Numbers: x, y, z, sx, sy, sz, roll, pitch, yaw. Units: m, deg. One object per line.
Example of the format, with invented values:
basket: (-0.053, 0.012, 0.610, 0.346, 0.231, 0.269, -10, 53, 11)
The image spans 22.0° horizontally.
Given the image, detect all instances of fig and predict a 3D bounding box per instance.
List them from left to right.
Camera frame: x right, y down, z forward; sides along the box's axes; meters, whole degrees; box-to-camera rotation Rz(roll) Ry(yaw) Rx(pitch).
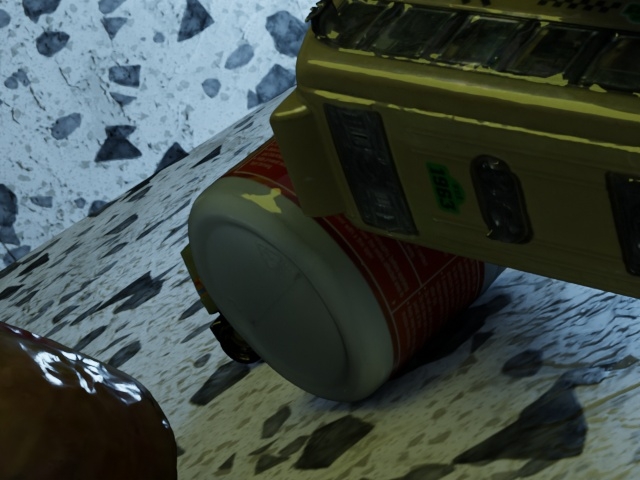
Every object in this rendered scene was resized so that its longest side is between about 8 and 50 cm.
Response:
fig: (-0.282, 0.226, 1.177, 0.368, 0.286, 0.286, -60, 18, -9)

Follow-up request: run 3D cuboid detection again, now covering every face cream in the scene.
face cream: (0.026, -0.003, 1.276, 0.187, 0.201, 0.201, -40, 14, -27)

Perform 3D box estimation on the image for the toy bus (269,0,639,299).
toy bus: (0.154, -0.080, 1.039, 0.365, 0.177, 0.202, 14, 48, 39)

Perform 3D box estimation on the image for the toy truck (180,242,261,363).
toy truck: (0.004, 0.003, 1.500, 0.257, 0.127, 0.127, -22, 15, 29)
